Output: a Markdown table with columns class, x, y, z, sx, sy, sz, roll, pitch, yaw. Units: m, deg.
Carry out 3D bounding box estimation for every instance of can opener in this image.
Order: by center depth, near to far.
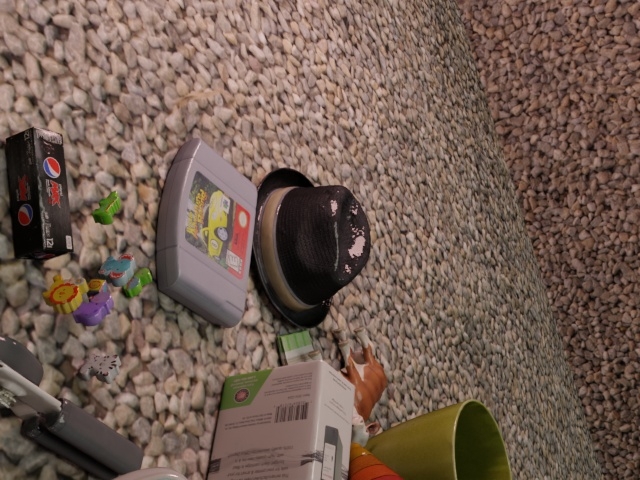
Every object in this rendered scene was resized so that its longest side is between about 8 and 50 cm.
| class | x | y | z | sx | sy | sz | roll | pitch | yaw |
| --- | --- | --- | --- | --- | --- | --- | --- | --- | --- |
| can opener | -0.328 | 0.215 | 1.072 | 0.280 | 0.074 | 0.093 | 51 | 36 | -36 |

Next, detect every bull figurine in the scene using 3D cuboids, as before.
| class | x | y | z | sx | sy | sz | roll | pitch | yaw |
| --- | --- | --- | --- | --- | --- | --- | --- | --- | --- |
| bull figurine | 0.060 | 0.282 | 1.664 | 0.310 | 0.101 | 0.189 | -31 | 105 | -76 |

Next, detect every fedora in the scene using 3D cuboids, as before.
| class | x | y | z | sx | sy | sz | roll | pitch | yaw |
| --- | --- | --- | --- | --- | --- | --- | --- | --- | --- |
| fedora | 0.000 | 0.000 | 1.670 | 0.334 | 0.152 | 0.334 | 35 | 48 | -49 |

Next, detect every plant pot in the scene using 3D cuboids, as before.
| class | x | y | z | sx | sy | sz | roll | pitch | yaw |
| --- | --- | --- | --- | --- | --- | --- | --- | --- | --- |
| plant pot | 0.177 | 0.460 | 1.611 | 0.274 | 0.293 | 0.275 | 35 | 47 | -49 |

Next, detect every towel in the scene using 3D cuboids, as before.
| class | x | y | z | sx | sy | sz | roll | pitch | yaw |
| --- | --- | --- | --- | --- | --- | --- | --- | --- | --- |
| towel | -0.038 | 0.251 | 1.624 | 0.113 | 0.023 | 0.152 | -1 | 75 | -63 |

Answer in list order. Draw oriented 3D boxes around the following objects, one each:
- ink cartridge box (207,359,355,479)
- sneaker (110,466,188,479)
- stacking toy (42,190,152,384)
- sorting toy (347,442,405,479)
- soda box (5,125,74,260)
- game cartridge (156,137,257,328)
| class | x | y | z | sx | sy | sz | roll | pitch | yaw |
| --- | --- | --- | --- | --- | --- | --- | --- | --- | --- |
| ink cartridge box | -0.064 | 0.346 | 1.342 | 0.115 | 0.198 | 0.273 | 45 | 41 | -43 |
| sneaker | -0.257 | 0.386 | 0.878 | 0.366 | 0.150 | 0.135 | -40 | 109 | -26 |
| stacking toy | -0.292 | 0.065 | 1.171 | 0.221 | 0.052 | 0.167 | -73 | 160 | -46 |
| sorting toy | 0.047 | 0.467 | 1.428 | 0.127 | 0.366 | 0.126 | -5 | 44 | -24 |
| soda box | -0.375 | -0.061 | 1.136 | 0.053 | 0.060 | 0.169 | 10 | 69 | -58 |
| game cartridge | -0.192 | -0.020 | 1.449 | 0.196 | 0.060 | 0.294 | 36 | 46 | -43 |
